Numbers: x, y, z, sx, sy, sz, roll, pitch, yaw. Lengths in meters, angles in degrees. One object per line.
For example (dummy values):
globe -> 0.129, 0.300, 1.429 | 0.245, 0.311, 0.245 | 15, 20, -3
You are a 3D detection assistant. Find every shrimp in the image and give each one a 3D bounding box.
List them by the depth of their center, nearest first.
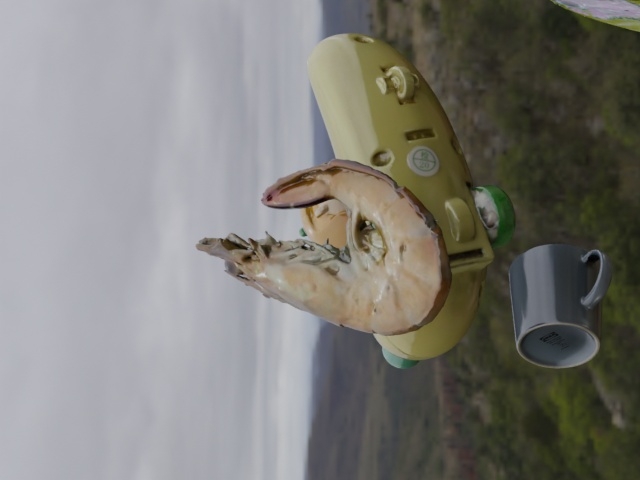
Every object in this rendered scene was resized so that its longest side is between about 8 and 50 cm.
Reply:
shrimp -> -0.002, 0.002, 0.903 | 0.053, 0.236, 0.133 | -34, -56, -43

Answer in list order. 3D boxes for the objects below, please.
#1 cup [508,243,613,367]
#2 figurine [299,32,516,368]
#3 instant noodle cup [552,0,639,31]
cup -> 0.201, 0.050, 0.964 | 0.100, 0.078, 0.077 | -45, 29, 44
figurine -> 0.058, -0.043, 1.125 | 0.222, 0.124, 0.324 | -45, 61, 58
instant noodle cup -> 0.464, -0.401, 1.481 | 0.325, 0.326, 0.254 | -97, 21, -85
